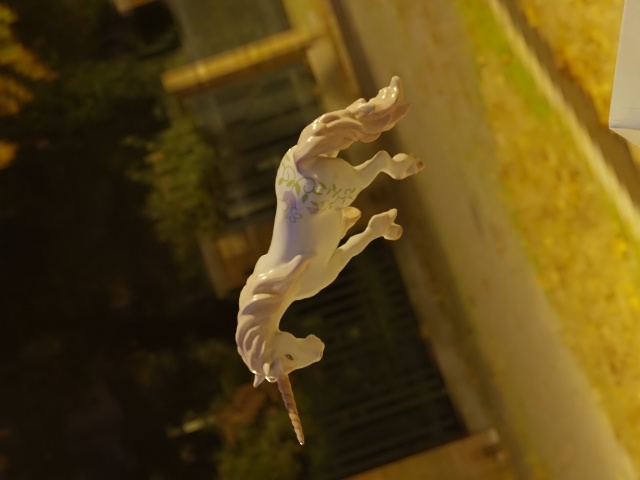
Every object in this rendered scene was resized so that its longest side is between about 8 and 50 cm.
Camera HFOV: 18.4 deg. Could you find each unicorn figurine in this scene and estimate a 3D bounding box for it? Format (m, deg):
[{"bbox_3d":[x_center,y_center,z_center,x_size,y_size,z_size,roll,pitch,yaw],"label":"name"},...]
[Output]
[{"bbox_3d":[0.000,0.000,0.983,0.060,0.111,0.162,20,127,36],"label":"unicorn figurine"}]

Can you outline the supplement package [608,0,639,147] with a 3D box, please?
[{"bbox_3d":[0.335,-0.163,1.469,0.149,0.194,0.203,14,-97,-67],"label":"supplement package"}]
